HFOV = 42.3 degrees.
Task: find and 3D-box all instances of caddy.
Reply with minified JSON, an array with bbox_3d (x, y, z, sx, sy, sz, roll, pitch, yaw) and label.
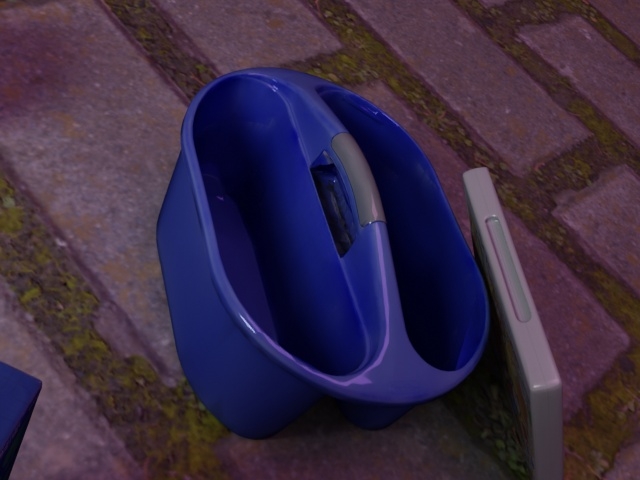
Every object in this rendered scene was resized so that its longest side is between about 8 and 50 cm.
[{"bbox_3d":[0.000,0.000,0.693,0.241,0.179,0.341,2,52,-28],"label":"caddy"}]

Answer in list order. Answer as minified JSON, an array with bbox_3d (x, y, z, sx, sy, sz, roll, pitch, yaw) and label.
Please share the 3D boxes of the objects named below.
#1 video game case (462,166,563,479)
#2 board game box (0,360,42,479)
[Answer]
[{"bbox_3d":[0.164,0.085,0.704,0.026,0.227,0.206,-14,51,6],"label":"video game case"},{"bbox_3d":[-0.208,0.170,0.396,0.047,0.210,0.160,27,44,-8],"label":"board game box"}]
